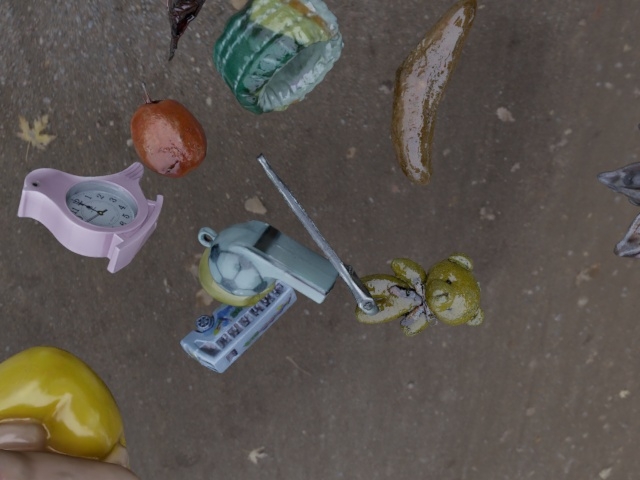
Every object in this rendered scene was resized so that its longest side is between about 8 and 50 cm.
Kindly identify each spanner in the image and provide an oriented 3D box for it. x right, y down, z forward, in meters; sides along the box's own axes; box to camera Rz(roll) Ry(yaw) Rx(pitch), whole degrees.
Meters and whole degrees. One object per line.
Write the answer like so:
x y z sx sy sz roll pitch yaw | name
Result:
0.000 0.000 0.881 0.026 0.093 0.325 -35 118 4 | spanner

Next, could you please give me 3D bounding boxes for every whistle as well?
-0.121 0.055 1.204 0.290 0.163 0.163 31 104 0 | whistle

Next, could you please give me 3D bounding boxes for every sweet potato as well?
0.187 -0.275 1.078 0.114 0.092 0.341 16 104 12 | sweet potato

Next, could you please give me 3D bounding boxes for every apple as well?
-0.207 0.073 1.471 0.200 0.200 0.200 -10 120 -18 | apple

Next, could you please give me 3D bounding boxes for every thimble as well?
-0.088 -0.421 1.307 0.288 0.167 0.254 -42 168 29 | thimble

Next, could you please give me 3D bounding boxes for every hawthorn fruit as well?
-0.460 -0.328 1.749 0.211 0.211 0.299 -26 101 -9 | hawthorn fruit

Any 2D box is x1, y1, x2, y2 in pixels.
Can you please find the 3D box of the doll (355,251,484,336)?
0.156 0.094 0.969 0.209 0.097 0.137 -10 95 7 | doll

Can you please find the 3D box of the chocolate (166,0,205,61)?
-0.071 -0.178 0.349 0.028 0.182 0.086 1 80 -27 | chocolate

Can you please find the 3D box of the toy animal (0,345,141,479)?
-0.318 0.250 0.556 0.345 0.247 0.277 26 92 -24 | toy animal

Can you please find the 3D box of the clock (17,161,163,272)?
-0.498 -0.093 1.350 0.275 0.290 0.080 29 126 -3 | clock

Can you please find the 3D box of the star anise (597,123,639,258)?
0.440 -0.061 0.653 0.109 0.236 0.223 7 157 -27 | star anise

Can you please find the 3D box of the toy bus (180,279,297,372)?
-0.220 0.216 1.642 0.330 0.136 0.109 -44 152 -17 | toy bus
